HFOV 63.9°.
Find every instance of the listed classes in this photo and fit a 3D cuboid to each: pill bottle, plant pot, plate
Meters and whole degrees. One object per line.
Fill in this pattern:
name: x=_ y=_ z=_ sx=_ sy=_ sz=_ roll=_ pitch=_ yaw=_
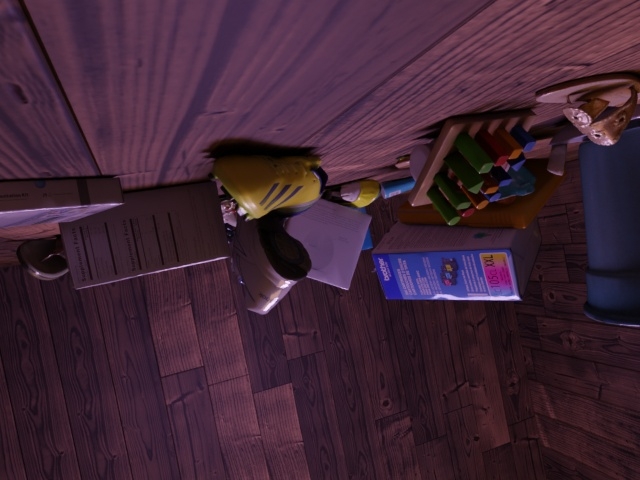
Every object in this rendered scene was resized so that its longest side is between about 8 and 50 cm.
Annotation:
pill bottle: x=0.234 y=-0.137 z=0.863 sx=0.160 sy=0.087 sz=0.087 roll=-11 pitch=-179 yaw=-25
plant pot: x=0.643 y=-0.048 z=0.947 sx=0.342 sy=0.333 sz=0.341 roll=-11 pitch=-179 yaw=0
plate: x=0.591 y=-0.228 z=0.895 sx=0.278 sy=0.045 sz=0.277 roll=-11 pitch=-179 yaw=-3

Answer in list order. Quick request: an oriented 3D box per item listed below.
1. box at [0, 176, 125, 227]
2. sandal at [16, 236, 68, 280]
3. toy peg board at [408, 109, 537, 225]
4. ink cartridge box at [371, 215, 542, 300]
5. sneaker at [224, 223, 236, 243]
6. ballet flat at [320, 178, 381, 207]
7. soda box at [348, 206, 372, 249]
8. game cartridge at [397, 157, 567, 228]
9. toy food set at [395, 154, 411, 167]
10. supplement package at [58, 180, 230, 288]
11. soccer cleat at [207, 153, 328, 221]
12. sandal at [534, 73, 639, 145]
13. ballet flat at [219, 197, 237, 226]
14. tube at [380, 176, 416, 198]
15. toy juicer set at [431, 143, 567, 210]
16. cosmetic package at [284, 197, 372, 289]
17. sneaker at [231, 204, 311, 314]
box: x=-0.360 y=-0.041 z=0.618 sx=0.145 sy=0.038 sz=0.186 roll=-10 pitch=-178 yaw=39
sandal: x=-0.673 y=0.025 z=1.378 sx=0.086 sy=0.120 sz=0.303 roll=-40 pitch=172 yaw=20
toy peg board: x=0.240 y=-0.099 z=0.762 sx=0.161 sy=0.079 sz=0.161 roll=-11 pitch=145 yaw=-25
ink cartridge box: x=0.310 y=0.017 z=1.270 sx=0.396 sy=0.151 sz=0.270 roll=-2 pitch=-151 yaw=35
sneaker: x=-0.412 y=-0.041 z=1.767 sx=0.284 sy=0.107 sz=0.124 roll=-8 pitch=-165 yaw=-21
ballet flat: x=0.077 y=-0.132 z=1.476 sx=0.077 sy=0.077 sz=0.231 roll=8 pitch=173 yaw=-31
soda box: x=0.108 y=-0.070 z=1.701 sx=0.071 sy=0.209 sz=0.067 roll=-13 pitch=-178 yaw=-32
game cartridge: x=0.396 y=-0.119 z=1.256 sx=0.324 sy=0.052 sz=0.285 roll=7 pitch=-144 yaw=44
toy food set: x=0.197 y=-0.168 z=1.074 sx=0.084 sy=0.020 sz=0.082 roll=-11 pitch=-179 yaw=1
supplement package: x=-0.297 y=-0.010 z=0.861 sx=0.244 sy=0.133 sz=0.139 roll=-12 pitch=-178 yaw=-28
soccer cleat: x=-0.060 y=-0.089 z=0.715 sx=0.121 sy=0.093 sz=0.289 roll=-36 pitch=173 yaw=11
sandal: x=0.380 y=-0.164 z=0.667 sx=0.240 sy=0.079 sz=0.088 roll=-12 pitch=-179 yaw=-32
ballet flat: x=-0.168 y=-0.072 z=1.163 sx=0.241 sy=0.077 sz=0.091 roll=-10 pitch=-178 yaw=13
tube: x=0.308 y=-0.195 z=1.751 sx=0.207 sy=0.052 sz=0.080 roll=-16 pitch=-173 yaw=-6
toy juicer set: x=0.413 y=-0.136 z=1.113 sx=0.209 sy=0.089 sz=0.329 roll=-34 pitch=-163 yaw=-35
cosmetic package: x=0.000 y=0.000 z=1.499 sx=0.224 sy=0.224 sz=0.138 roll=19 pitch=178 yaw=-9
sneaker: x=-0.112 y=-0.001 z=0.872 sx=0.111 sy=0.129 sz=0.297 roll=23 pitch=-154 yaw=-27
